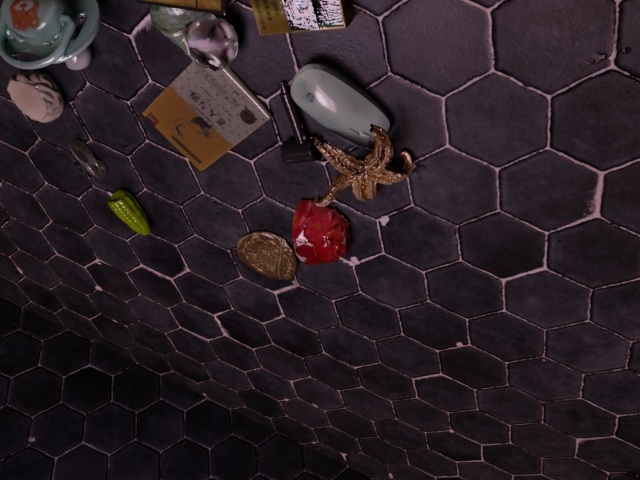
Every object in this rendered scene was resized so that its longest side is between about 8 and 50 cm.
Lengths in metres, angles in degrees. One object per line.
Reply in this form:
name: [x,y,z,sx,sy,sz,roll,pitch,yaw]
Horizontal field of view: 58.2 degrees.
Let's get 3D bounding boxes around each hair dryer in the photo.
hair dryer: [-0.086,-0.335,1.657,0.114,0.070,0.248,-2,128,29]

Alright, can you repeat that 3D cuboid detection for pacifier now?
pacifier: [-0.761,-0.579,1.651,0.344,0.288,0.269,16,164,19]

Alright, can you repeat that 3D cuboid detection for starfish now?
starfish: [0.101,-0.199,1.606,0.303,0.113,0.312,24,134,-39]

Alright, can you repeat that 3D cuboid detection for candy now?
candy: [-0.725,-0.100,2.216,0.097,0.096,0.209,-6,132,32]

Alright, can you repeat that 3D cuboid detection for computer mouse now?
computer mouse: [0.047,-0.353,1.542,0.288,0.097,0.159,40,136,-14]

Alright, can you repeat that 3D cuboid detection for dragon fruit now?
dragon fruit: [0.000,0.000,1.909,0.163,0.189,0.261,33,155,44]

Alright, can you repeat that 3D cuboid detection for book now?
book: [-0.356,-0.387,1.767,0.269,0.032,0.389,45,135,-18]

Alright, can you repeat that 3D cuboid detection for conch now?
conch: [-0.319,-0.574,1.459,0.221,0.195,0.277,4,114,-2]

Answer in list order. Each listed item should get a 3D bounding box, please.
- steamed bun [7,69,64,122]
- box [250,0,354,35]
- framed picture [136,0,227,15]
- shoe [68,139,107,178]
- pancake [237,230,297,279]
steamed bun: [-0.936,-0.487,1.916,0.183,0.106,0.182,12,134,13]
box: [-0.052,-0.584,1.372,0.240,0.071,0.159,4,132,24]
framed picture: [-0.318,-0.649,1.272,0.339,0.014,0.255,24,120,36]
shoe: [-0.872,-0.291,2.114,0.100,0.071,0.169,-7,132,36]
pancake: [-0.198,0.059,2.145,0.250,0.031,0.250,14,138,13]
